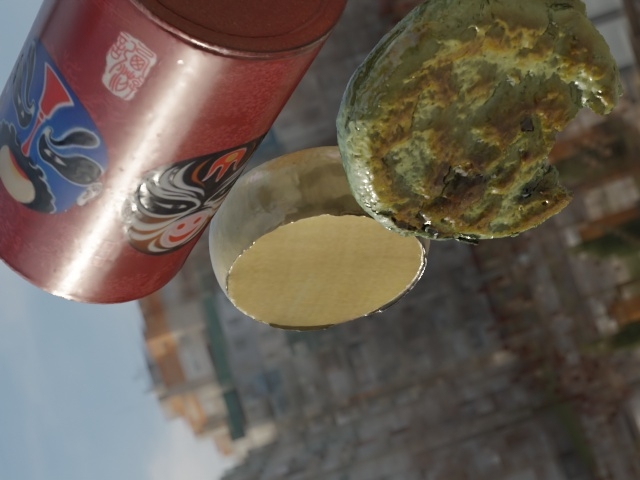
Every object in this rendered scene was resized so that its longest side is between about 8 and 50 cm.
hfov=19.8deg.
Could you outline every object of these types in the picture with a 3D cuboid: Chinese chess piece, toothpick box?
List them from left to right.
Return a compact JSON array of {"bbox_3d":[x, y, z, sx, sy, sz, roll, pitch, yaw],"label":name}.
[{"bbox_3d":[-0.135,-0.121,1.419,0.333,0.204,0.204,-54,43,46],"label":"toothpick box"},{"bbox_3d":[0.000,0.000,2.048,0.250,0.250,0.103,65,-170,-56],"label":"Chinese chess piece"}]

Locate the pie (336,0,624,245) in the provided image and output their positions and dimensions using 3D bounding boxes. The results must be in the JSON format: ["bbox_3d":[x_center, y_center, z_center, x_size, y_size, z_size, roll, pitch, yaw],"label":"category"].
[{"bbox_3d":[0.153,-0.121,1.763,0.067,0.302,0.302,52,168,48],"label":"pie"}]
